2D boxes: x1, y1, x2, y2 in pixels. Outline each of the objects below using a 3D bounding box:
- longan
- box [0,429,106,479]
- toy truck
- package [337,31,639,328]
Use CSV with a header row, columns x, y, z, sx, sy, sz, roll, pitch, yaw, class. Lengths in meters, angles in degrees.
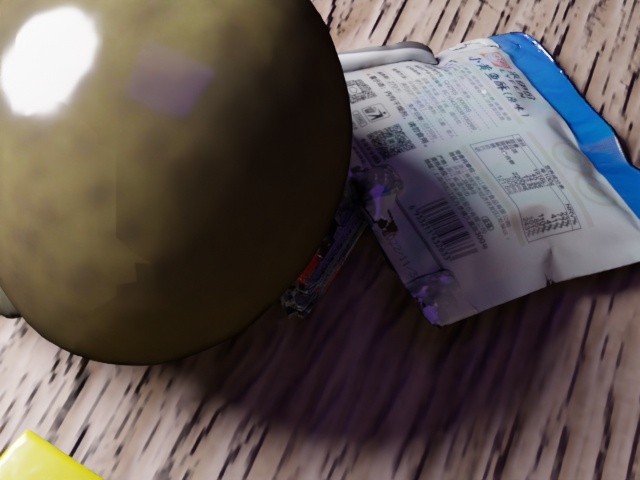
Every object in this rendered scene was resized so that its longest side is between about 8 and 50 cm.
x,y,z,sx,sy,sz,roll,pitch,yaw,class
-0.082,-0.034,0.422,0.204,0.159,0.185,-26,54,24,longan
-0.041,0.198,0.335,0.279,0.041,0.153,28,57,15,box
0.000,0.000,0.480,0.032,0.024,0.083,24,57,21,toy truck
0.084,-0.044,0.507,0.173,0.027,0.171,-12,54,-28,package
